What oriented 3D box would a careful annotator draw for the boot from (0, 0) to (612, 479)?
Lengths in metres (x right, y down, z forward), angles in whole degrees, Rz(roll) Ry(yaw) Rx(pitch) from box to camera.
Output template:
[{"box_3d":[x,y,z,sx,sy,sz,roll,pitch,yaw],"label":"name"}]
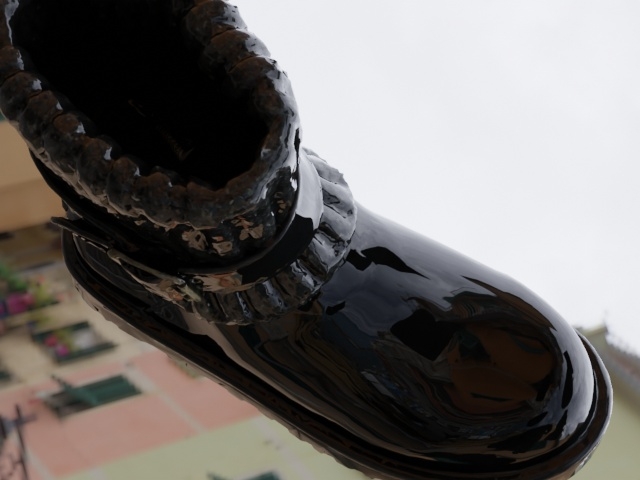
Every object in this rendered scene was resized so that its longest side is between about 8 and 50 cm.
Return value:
[{"box_3d":[-0.003,0.003,0.748,0.348,0.131,0.260,20,-25,8],"label":"boot"}]
